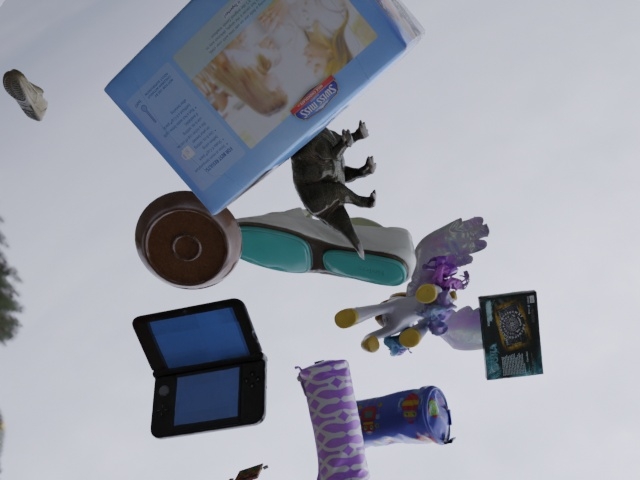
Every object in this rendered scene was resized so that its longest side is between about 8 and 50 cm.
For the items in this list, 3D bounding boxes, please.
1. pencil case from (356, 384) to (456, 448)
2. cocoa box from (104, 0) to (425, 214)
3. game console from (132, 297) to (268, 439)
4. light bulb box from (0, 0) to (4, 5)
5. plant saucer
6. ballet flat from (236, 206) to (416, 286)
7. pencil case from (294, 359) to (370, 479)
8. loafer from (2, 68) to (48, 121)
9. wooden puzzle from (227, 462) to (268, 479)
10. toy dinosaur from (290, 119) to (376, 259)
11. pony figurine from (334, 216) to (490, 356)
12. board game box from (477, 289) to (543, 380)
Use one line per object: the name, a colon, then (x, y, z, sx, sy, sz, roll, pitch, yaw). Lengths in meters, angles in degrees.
pencil case: (0.137, 0.386, 1.861, 0.306, 0.133, 0.119, -17, -120, 35)
cocoa box: (-0.067, -0.243, 1.191, 0.347, 0.231, 0.228, -39, -175, 20)
game console: (-0.286, 0.301, 2.042, 0.293, 0.173, 0.250, -12, -125, 16)
light bulb box: (-0.515, -0.438, 1.036, 0.225, 0.361, 0.358, -3, 174, -34)
plant saucer: (-0.206, 0.006, 1.362, 0.168, 0.168, 0.029, -22, -160, 10)
ballet flat: (0.000, 0.000, 1.781, 0.400, 0.139, 0.139, 10, -138, 11)
pencil case: (0.018, 0.285, 1.376, 0.088, 0.206, 0.086, -9, 166, -13)
loafer: (-0.607, -0.307, 1.819, 0.056, 0.148, 0.050, 17, -116, 13)
wooden puzzle: (-0.132, 0.428, 1.611, 0.083, 0.006, 0.049, -21, -171, 14)
toy dinosaur: (0.008, -0.116, 1.509, 0.160, 0.314, 0.121, -10, -152, 27)
pony figurine: (0.235, 0.135, 1.945, 0.351, 0.303, 0.363, -19, 179, 19)
board game box: (0.413, 0.206, 1.912, 0.126, 0.186, 0.026, -6, -171, 1)
